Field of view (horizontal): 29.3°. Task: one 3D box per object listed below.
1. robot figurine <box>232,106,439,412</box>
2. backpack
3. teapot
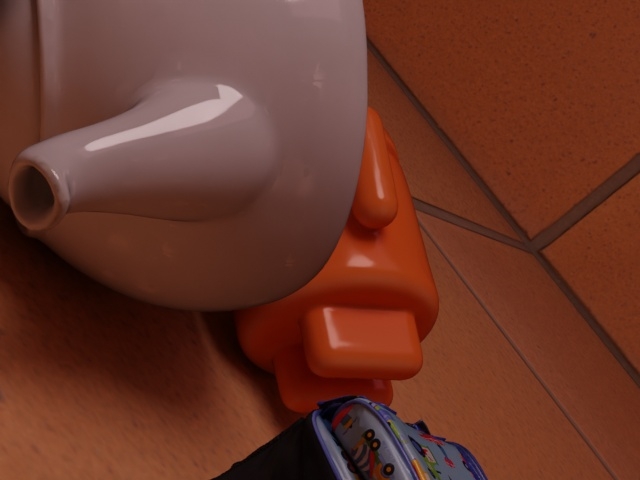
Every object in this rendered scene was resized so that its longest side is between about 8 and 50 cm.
[{"bbox_3d":[-0.001,0.001,0.772,0.158,0.128,0.219,61,14,-56],"label":"robot figurine"},{"bbox_3d":[0.043,0.165,0.549,0.173,0.117,0.158,37,19,-48],"label":"backpack"},{"bbox_3d":[-0.101,-0.081,0.622,0.187,0.256,0.252,-2,69,-20],"label":"teapot"}]
